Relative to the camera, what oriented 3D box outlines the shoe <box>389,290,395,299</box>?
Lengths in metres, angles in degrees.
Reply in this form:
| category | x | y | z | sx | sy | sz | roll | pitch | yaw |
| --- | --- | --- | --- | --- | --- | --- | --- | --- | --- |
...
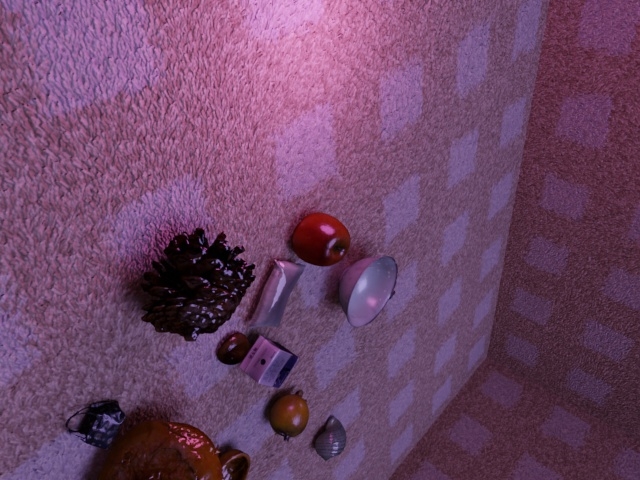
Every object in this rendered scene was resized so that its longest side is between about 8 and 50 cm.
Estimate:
| category | x | y | z | sx | sy | sz | roll | pitch | yaw |
| --- | --- | --- | --- | --- | --- | --- | --- | --- | --- |
| shoe | 0.273 | 0.282 | 2.254 | 0.169 | 0.071 | 0.099 | -28 | 135 | -33 |

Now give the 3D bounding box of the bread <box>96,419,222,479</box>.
| category | x | y | z | sx | sy | sz | roll | pitch | yaw |
| --- | --- | --- | --- | --- | --- | --- | --- | --- | --- |
| bread | -0.452 | 0.704 | 1.408 | 0.204 | 0.337 | 0.358 | 90 | 23 | -77 |

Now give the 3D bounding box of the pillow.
| category | x | y | z | sx | sy | sz | roll | pitch | yaw |
| --- | --- | --- | --- | --- | --- | --- | --- | --- | --- |
| pillow | -0.145 | 0.187 | 1.661 | 0.144 | 0.078 | 0.254 | 14 | 101 | -54 |

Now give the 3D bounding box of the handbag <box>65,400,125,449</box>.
| category | x | y | z | sx | sy | sz | roll | pitch | yaw |
| --- | --- | --- | --- | --- | --- | --- | --- | --- | --- |
| handbag | -0.603 | 0.486 | 1.296 | 0.139 | 0.072 | 0.115 | 29 | 90 | -50 |

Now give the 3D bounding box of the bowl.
| category | x | y | z | sx | sy | sz | roll | pitch | yaw |
| --- | --- | --- | --- | --- | --- | --- | --- | --- | --- |
| bowl | 0.161 | 0.181 | 1.979 | 0.313 | 0.146 | 0.313 | -27 | 131 | -37 |

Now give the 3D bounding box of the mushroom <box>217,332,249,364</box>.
| category | x | y | z | sx | sy | sz | roll | pitch | yaw |
| --- | --- | --- | --- | --- | --- | --- | --- | --- | --- |
| mushroom | -0.284 | 0.362 | 1.627 | 0.123 | 0.052 | 0.123 | -33 | 136 | -38 |

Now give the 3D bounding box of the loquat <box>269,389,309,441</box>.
| category | x | y | z | sx | sy | sz | roll | pitch | yaw |
| --- | --- | --- | --- | --- | --- | --- | --- | --- | --- |
| loquat | -0.119 | 0.693 | 1.966 | 0.204 | 0.149 | 0.172 | -56 | 145 | -33 |

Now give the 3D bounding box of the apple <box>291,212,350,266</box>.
| category | x | y | z | sx | sy | sz | roll | pitch | yaw |
| --- | --- | --- | --- | --- | --- | --- | --- | --- | --- |
| apple | 0.000 | 0.000 | 1.647 | 0.181 | 0.168 | 0.181 | -28 | 136 | -32 |

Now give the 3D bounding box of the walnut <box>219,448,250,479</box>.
| category | x | y | z | sx | sy | sz | roll | pitch | yaw |
| --- | --- | --- | --- | --- | --- | --- | --- | --- | --- |
| walnut | -0.351 | 0.863 | 1.837 | 0.167 | 0.087 | 0.211 | 18 | 96 | -47 |

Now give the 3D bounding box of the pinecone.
| category | x | y | z | sx | sy | sz | roll | pitch | yaw |
| --- | --- | --- | --- | --- | --- | --- | --- | --- | --- |
| pinecone | -0.313 | 0.107 | 1.257 | 0.295 | 0.242 | 0.298 | -61 | 179 | -27 |

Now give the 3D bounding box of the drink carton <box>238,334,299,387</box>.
| category | x | y | z | sx | sy | sz | roll | pitch | yaw |
| --- | --- | --- | --- | --- | --- | --- | --- | --- | --- |
| drink carton | -0.176 | 0.430 | 1.726 | 0.134 | 0.102 | 0.222 | -54 | 157 | -8 |

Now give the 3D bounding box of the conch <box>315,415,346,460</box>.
| category | x | y | z | sx | sy | sz | roll | pitch | yaw |
| --- | --- | --- | --- | --- | --- | --- | --- | --- | --- |
| conch | 0.064 | 0.967 | 2.381 | 0.172 | 0.131 | 0.200 | 29 | 90 | -54 |
